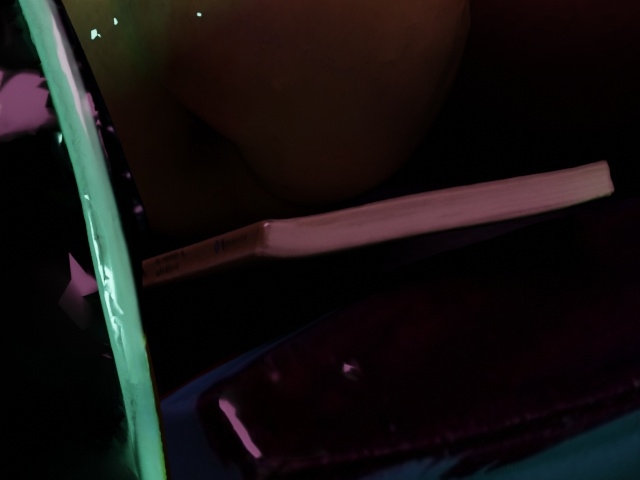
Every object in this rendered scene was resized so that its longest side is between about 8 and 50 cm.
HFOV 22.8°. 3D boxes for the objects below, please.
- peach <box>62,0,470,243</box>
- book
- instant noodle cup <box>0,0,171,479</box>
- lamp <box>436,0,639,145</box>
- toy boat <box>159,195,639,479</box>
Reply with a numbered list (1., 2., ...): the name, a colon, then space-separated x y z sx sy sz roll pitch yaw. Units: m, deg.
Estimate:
1. peach: -0.037 -0.116 0.711 0.232 0.233 0.232 5 27 -2
2. book: 0.000 0.000 0.602 0.138 0.016 0.198 -11 -1 -26
3. instant noodle cup: -0.173 0.034 0.433 0.236 0.216 0.215 -13 31 -15
4. lamp: 0.125 -0.186 0.865 0.305 0.240 0.305 4 26 -2
5. toy boat: 0.110 0.036 0.591 0.392 0.079 0.136 -16 56 -36
